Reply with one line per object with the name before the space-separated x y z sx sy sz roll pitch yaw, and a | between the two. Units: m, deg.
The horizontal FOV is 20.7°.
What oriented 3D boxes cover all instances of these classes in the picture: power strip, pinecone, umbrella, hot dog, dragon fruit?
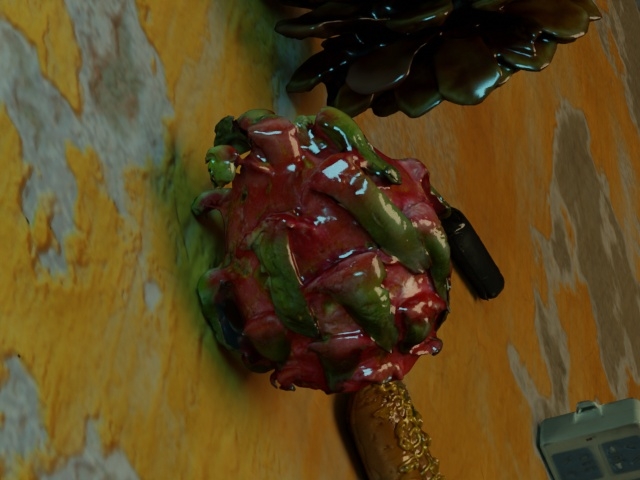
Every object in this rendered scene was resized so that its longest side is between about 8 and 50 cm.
power strip | 0.329 0.312 1.787 0.043 0.106 0.367 -78 146 -56
pinecone | 0.070 -0.222 1.274 0.264 0.264 0.264 -15 90 -70
umbrella | 0.137 0.015 1.607 0.133 0.031 0.036 51 57 -49
hot dog | 0.060 0.165 1.259 0.071 0.045 0.165 -57 130 -62
dragon fruit | 0.000 0.000 1.077 0.160 0.166 0.172 -19 108 -32
